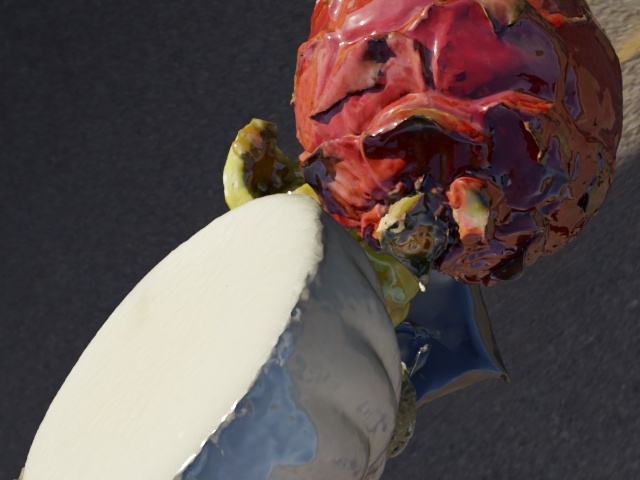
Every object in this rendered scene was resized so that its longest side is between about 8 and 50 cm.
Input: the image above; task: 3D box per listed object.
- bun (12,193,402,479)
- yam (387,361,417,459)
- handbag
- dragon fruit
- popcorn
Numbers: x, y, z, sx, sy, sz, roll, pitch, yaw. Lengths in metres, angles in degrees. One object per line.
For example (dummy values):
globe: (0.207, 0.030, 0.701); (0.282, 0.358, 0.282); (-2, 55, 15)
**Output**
bun: (-0.039, 0.117, 0.650); (0.263, 0.263, 0.175); (-36, 117, 29)
yam: (0.004, 0.167, 1.002); (0.107, 0.194, 0.107); (8, 100, 52)
handbag: (0.161, 0.136, 1.668); (0.211, 0.089, 0.254); (-17, 103, 6)
dragon fruit: (0.110, -0.116, 0.895); (0.277, 0.343, 0.277); (6, 145, 4)
popcorn: (0.009, 0.006, 1.440); (0.321, 0.326, 0.290); (9, 110, -18)
